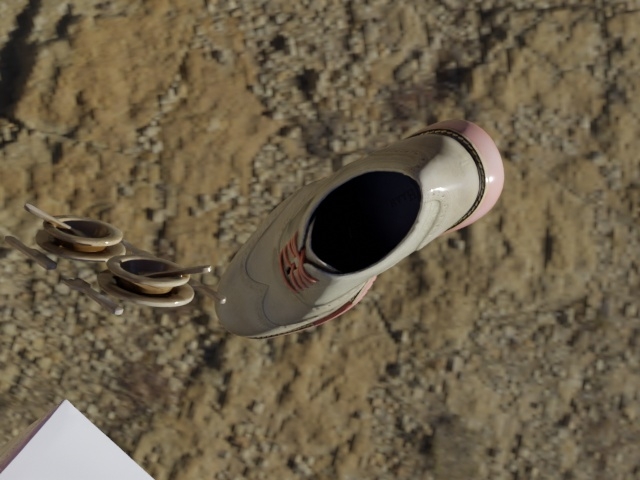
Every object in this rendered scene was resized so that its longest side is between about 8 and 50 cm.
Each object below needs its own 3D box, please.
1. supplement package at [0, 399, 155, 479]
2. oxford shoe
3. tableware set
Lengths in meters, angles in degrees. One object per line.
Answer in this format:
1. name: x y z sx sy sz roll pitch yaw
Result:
1. supplement package: -0.197 0.266 0.881 0.198 0.263 0.199 44 54 -8
2. oxford shoe: 0.000 0.000 1.405 0.146 0.397 0.140 -22 78 -52
3. tableware set: -0.190 0.010 1.249 0.128 0.194 0.039 -4 113 -44
